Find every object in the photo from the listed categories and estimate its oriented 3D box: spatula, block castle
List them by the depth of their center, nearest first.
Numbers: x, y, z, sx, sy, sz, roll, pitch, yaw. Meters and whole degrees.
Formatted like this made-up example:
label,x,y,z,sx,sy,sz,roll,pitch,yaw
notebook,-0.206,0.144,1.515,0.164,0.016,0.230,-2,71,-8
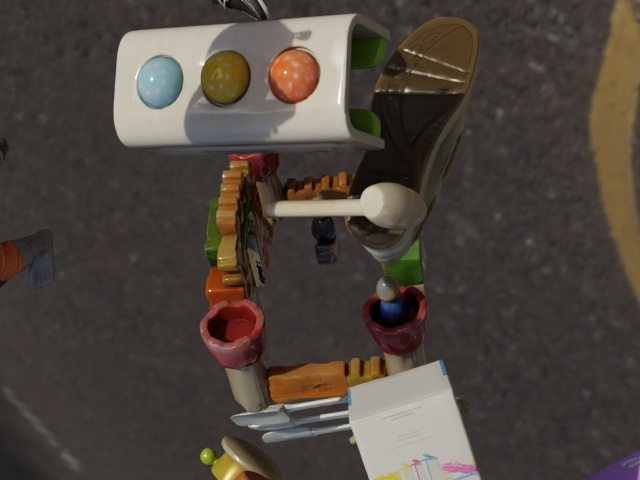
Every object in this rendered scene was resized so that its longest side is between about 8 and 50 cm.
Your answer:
label,x,y,z,sx,sy,sz,roll,pitch,yaw
block castle,0.000,0.000,2.060,0.303,0.453,0.213,-6,134,8
spatula,0.004,0.264,2.219,0.242,0.019,0.168,-10,152,15

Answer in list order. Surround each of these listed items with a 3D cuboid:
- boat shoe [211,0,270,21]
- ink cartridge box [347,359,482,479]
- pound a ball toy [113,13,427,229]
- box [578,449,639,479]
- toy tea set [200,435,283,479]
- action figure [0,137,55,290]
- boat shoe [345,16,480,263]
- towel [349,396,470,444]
label,x,y,z,sx,sy,sz,roll,pitch,yaw
boat shoe,-0.104,-0.271,1.624,0.125,0.038,0.046,44,165,22
ink cartridge box,0.086,0.190,1.268,0.092,0.090,0.143,-94,-15,-78
pound a ball toy,-0.056,-0.119,1.525,0.319,0.208,0.135,1,175,29
box,0.337,0.274,1.470,0.293,0.057,0.201,-32,137,24
toy tea set,-0.015,0.372,1.740,0.336,0.124,0.200,34,-174,-5
action figure,-0.392,-0.046,1.305,0.341,0.178,0.330,36,-179,2
boat shoe,0.114,-0.119,1.769,0.109,0.302,0.098,14,165,21
towel,0.118,0.238,1.966,0.148,0.027,0.110,-25,163,16
